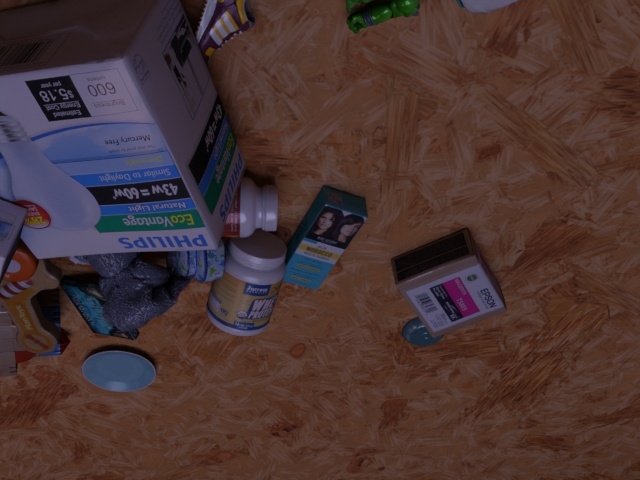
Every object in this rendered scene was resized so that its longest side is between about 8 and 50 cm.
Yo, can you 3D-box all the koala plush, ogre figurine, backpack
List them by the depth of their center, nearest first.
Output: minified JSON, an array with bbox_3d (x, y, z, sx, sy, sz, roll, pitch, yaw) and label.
[{"bbox_3d":[0.097,-0.402,0.990,0.118,0.097,0.197,5,124,6],"label":"ogre figurine"},{"bbox_3d":[-0.244,0.033,1.326,0.084,0.114,0.105,-7,105,-33],"label":"backpack"},{"bbox_3d":[-0.403,0.048,1.340,0.196,0.203,0.221,-15,119,19],"label":"koala plush"}]

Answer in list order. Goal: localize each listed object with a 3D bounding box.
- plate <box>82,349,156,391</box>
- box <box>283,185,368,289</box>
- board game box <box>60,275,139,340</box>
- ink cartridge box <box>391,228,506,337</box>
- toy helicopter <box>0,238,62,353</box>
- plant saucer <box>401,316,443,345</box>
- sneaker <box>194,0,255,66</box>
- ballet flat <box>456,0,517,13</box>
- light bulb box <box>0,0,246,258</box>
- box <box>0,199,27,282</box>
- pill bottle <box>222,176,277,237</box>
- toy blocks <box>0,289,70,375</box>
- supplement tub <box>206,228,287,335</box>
[{"bbox_3d":[-0.526,0.337,1.715,0.188,0.024,0.188,-2,135,-2],"label":"plate"},{"bbox_3d":[0.000,0.000,1.401,0.100,0.060,0.244,16,131,-20],"label":"box"},{"bbox_3d":[-0.507,0.158,1.508,0.126,0.026,0.186,6,138,21],"label":"board game box"},{"bbox_3d":[0.299,0.106,1.513,0.193,0.088,0.235,-23,131,19],"label":"ink cartridge box"},{"bbox_3d":[-0.609,0.098,1.259,0.234,0.140,0.355,-6,131,-2],"label":"toy helicopter"},{"bbox_3d":[0.270,0.239,1.689,0.119,0.021,0.119,-3,135,-3],"label":"plant saucer"},{"bbox_3d":[-0.152,-0.340,1.046,0.083,0.070,0.185,18,132,-14],"label":"sneaker"},{"bbox_3d":[0.204,-0.483,0.879,0.139,0.139,0.400,-23,136,17],"label":"ballet flat"},{"bbox_3d":[-0.354,-0.172,1.047,0.357,0.225,0.361,-4,136,16],"label":"light bulb box"},{"bbox_3d":[-0.580,-0.017,1.010,0.203,0.103,0.114,22,138,-20],"label":"box"},{"bbox_3d":[-0.193,-0.066,1.277,0.216,0.121,0.121,2,134,-6],"label":"pill bottle"},{"bbox_3d":[-0.700,0.181,1.464,0.260,0.191,0.381,-1,136,-20],"label":"toy blocks"},{"bbox_3d":[-0.156,0.088,1.400,0.144,0.144,0.200,11,119,-15],"label":"supplement tub"}]
